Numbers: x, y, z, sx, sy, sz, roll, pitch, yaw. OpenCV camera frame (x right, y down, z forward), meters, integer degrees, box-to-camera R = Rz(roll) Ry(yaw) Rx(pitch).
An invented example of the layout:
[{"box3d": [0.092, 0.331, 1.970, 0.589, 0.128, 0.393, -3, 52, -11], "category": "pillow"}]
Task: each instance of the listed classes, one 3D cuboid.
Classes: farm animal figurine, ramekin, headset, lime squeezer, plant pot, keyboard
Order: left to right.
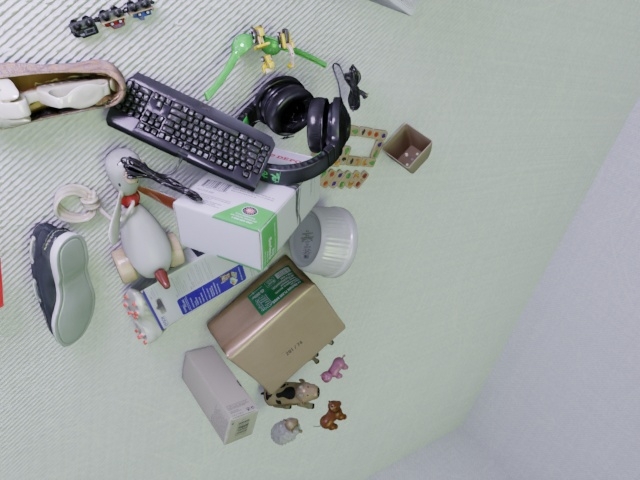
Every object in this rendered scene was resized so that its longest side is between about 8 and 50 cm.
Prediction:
[{"box3d": [-0.269, -0.182, 1.072, 0.318, 0.033, 0.201, 24, 89, -10], "category": "keyboard"}, {"box3d": [-0.120, -0.395, 1.156, 0.311, 0.059, 0.109, -25, 93, -29], "category": "lime squeezer"}, {"box3d": [-0.066, 0.499, 1.857, 0.327, 0.330, 0.172, -26, 148, 19], "category": "farm animal figurine"}, {"box3d": [-0.027, -0.269, 1.248, 0.394, 0.244, 0.185, -51, 156, -24], "category": "headset"}, {"box3d": [0.000, 0.000, 1.511, 0.109, 0.207, 0.207, 7, 117, -36], "category": "ramekin"}, {"box3d": [0.266, -0.264, 1.612, 0.109, 0.109, 0.096, -48, 153, 0], "category": "plant pot"}]

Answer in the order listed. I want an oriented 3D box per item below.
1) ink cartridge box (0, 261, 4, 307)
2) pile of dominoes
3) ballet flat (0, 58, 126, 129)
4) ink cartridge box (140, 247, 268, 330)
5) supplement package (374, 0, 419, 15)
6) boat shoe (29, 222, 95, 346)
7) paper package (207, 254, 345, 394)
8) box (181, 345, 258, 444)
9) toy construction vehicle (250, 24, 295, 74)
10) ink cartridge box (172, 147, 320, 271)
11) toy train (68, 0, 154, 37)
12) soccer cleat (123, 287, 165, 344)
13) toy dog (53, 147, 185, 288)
[{"box3d": [-0.730, 0.079, 1.003, 0.231, 0.078, 0.134, -9, 128, -37], "category": "ink cartridge box"}, {"box3d": [0.079, -0.225, 1.518, 0.251, 0.040, 0.195, -2, 123, -41], "category": "pile of dominoes"}, {"box3d": [-0.488, -0.251, 0.927, 0.316, 0.106, 0.107, -23, 135, -27], "category": "ballet flat"}, {"box3d": [-0.302, 0.085, 1.409, 0.333, 0.065, 0.165, -30, 138, -23], "category": "ink cartridge box"}, {"box3d": [0.090, -0.616, 1.074, 0.263, 0.199, 0.197, 9, 115, -46], "category": "supplement package"}, {"box3d": [-0.562, 0.097, 1.168, 0.114, 0.091, 0.302, -38, 148, -57], "category": "boat shoe"}, {"box3d": [-0.128, 0.261, 1.634, 0.325, 0.168, 0.309, -40, 141, -8], "category": "paper package"}, {"box3d": [-0.292, 0.436, 1.543, 0.094, 0.275, 0.113, -9, 129, -38], "category": "box"}, {"box3d": [-0.094, -0.401, 1.125, 0.086, 0.035, 0.098, -25, 123, -27], "category": "toy construction vehicle"}, {"box3d": [-0.150, -0.087, 1.204, 0.289, 0.211, 0.121, -53, 153, -44], "category": "ink cartridge box"}, {"box3d": [-0.371, -0.400, 0.972, 0.158, 0.027, 0.036, -30, 141, -20], "category": "toy train"}, {"box3d": [-0.443, 0.183, 1.369, 0.076, 0.068, 0.196, -38, 144, -34], "category": "soccer cleat"}, {"box3d": [-0.387, -0.017, 1.170, 0.220, 0.161, 0.333, -39, 140, -11], "category": "toy dog"}]
